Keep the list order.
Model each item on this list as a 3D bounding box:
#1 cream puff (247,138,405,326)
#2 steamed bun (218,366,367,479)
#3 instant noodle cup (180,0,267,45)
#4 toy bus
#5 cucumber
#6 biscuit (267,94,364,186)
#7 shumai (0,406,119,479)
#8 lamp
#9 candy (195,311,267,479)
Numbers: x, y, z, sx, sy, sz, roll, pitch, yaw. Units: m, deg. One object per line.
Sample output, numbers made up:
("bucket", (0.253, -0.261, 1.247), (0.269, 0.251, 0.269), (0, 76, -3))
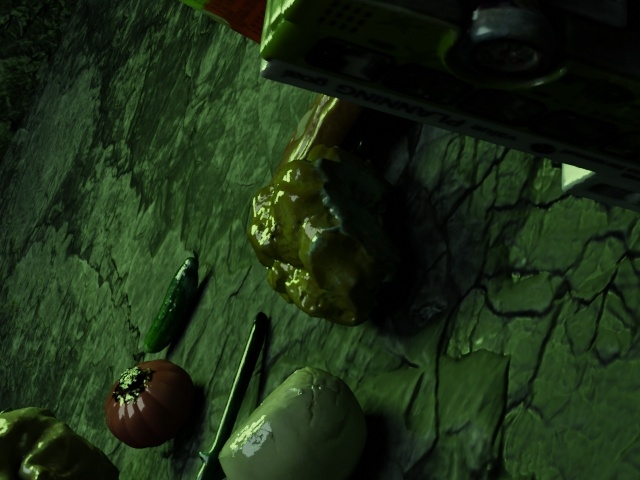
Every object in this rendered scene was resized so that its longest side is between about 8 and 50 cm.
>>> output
("cream puff", (-0.001, 0.001, 0.940), (0.156, 0.121, 0.156), (-43, 39, 49))
("steamed bun", (-0.014, 0.160, 0.873), (0.112, 0.091, 0.130), (-46, -2, 7))
("instant noodle cup", (-0.077, -0.348, 1.109), (0.294, 0.307, 0.294), (-52, 17, 23))
("toy bus", (0.119, -0.094, 0.530), (0.139, 0.301, 0.113), (145, 136, -63))
("cucumber", (-0.177, 0.080, 1.379), (0.155, 0.037, 0.037), (-63, 24, 20))
("biscuit", (0.008, -0.115, 1.053), (0.295, 0.044, 0.186), (-57, 4, 26))
("shumai", (-0.288, 0.376, 1.261), (0.262, 0.267, 0.314), (20, 121, 38))
("lamp", (-0.191, 0.183, 1.256), (0.107, 0.092, 0.107), (-23, 32, 15))
("candy", (-0.102, 0.214, 1.078), (0.097, 0.097, 0.324), (-28, 38, 58))
